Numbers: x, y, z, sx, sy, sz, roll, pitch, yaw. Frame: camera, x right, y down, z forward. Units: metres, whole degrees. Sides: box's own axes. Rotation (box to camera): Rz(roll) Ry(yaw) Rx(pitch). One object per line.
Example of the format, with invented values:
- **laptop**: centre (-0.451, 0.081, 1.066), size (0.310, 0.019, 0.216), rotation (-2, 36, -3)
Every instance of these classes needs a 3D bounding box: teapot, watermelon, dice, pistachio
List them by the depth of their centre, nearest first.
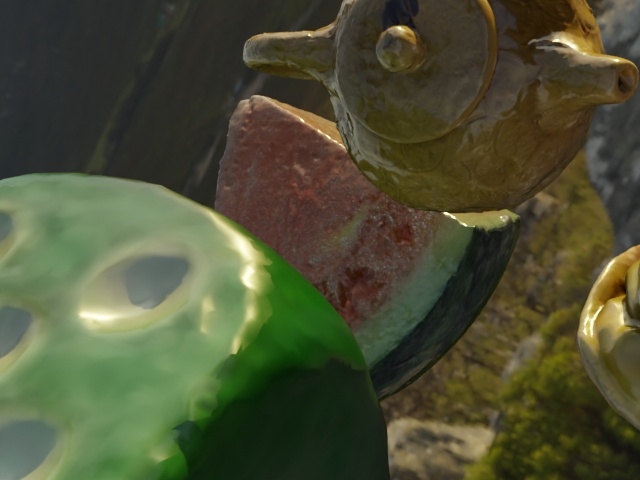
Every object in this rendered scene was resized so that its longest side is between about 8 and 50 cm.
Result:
- **pistachio**: centre (0.222, 0.051, 0.671), size (0.117, 0.200, 0.145), rotation (-37, 70, 33)
- **dice**: centre (-0.150, 0.158, 0.737), size (0.287, 0.300, 0.297), rotation (-51, -37, -39)
- **teapot**: centre (0.074, -0.123, 0.893), size (0.311, 0.167, 0.203), rotation (10, 93, 31)
- **watermelon**: centre (0.008, 0.031, 1.105), size (0.283, 0.293, 0.250), rotation (-44, 14, 28)
